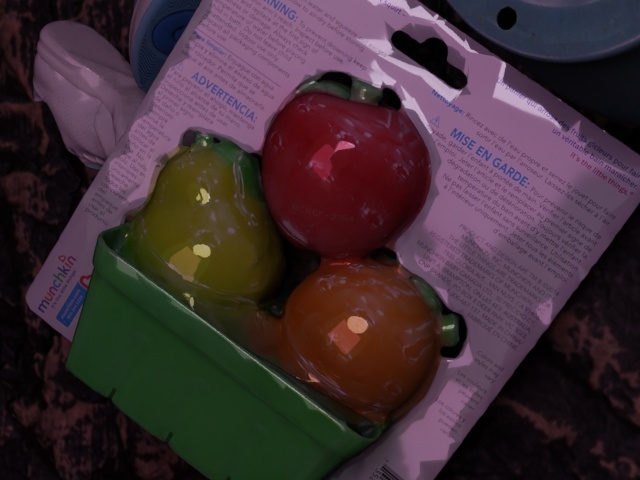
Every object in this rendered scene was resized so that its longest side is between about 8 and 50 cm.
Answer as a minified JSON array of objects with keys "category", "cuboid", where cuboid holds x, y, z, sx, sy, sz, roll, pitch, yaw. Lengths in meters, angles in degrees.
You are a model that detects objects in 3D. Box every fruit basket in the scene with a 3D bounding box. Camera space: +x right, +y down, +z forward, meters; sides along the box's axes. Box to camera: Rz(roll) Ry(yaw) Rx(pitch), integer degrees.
[{"category":"fruit basket","cuboid":[0.000,0.000,0.926,0.327,0.165,0.353,35,100,8]}]

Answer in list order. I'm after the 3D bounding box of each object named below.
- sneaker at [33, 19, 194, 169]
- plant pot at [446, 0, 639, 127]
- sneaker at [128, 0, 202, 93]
[{"category":"sneaker","cuboid":[-0.167,-0.085,1.084,0.212,0.080,0.094,47,128,26]},{"category":"plant pot","cuboid":[0.192,-0.183,0.730,0.271,0.255,0.272,4,97,36]},{"category":"sneaker","cuboid":[-0.076,-0.273,0.995,0.319,0.127,0.208,-58,39,41]}]
